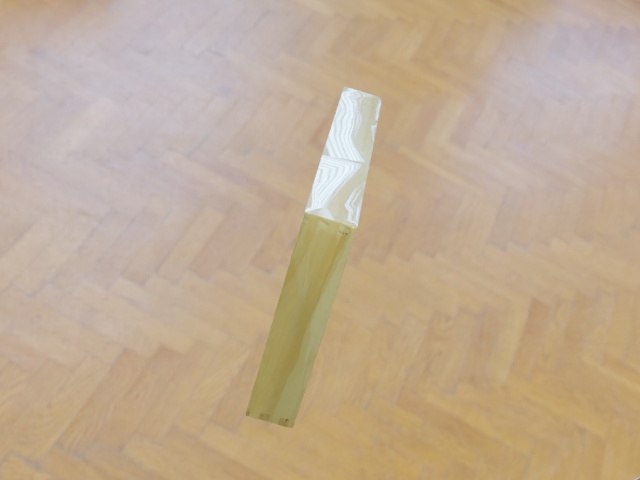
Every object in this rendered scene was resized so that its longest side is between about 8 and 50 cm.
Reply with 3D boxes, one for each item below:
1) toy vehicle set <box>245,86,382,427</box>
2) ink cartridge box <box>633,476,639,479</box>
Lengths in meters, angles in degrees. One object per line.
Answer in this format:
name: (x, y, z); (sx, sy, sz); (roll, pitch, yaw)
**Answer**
toy vehicle set: (0.000, 0.000, 0.789); (0.035, 0.166, 0.267); (17, 26, -1)
ink cartridge box: (0.335, 0.368, 1.143); (0.309, 0.272, 0.130); (26, 33, -61)
